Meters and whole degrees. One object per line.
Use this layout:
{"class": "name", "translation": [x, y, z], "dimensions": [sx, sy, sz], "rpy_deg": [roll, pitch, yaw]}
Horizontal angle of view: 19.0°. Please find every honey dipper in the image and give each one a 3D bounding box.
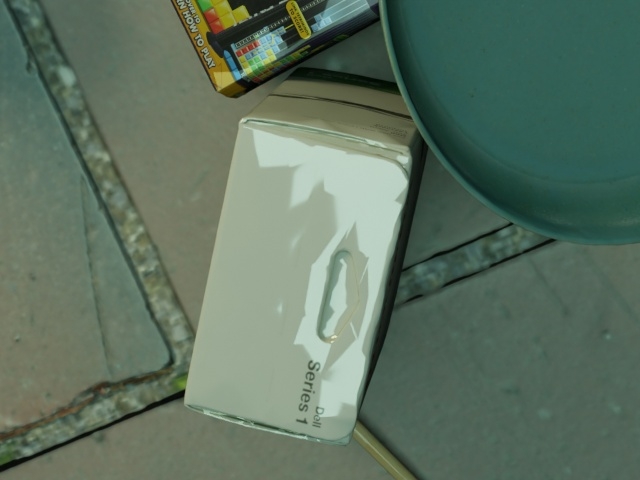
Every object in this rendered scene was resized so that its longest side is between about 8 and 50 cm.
{"class": "honey dipper", "translation": [0.030, 0.123, 1.160], "dimensions": [0.030, 0.030, 0.161], "rpy_deg": [-43, 95, 13]}

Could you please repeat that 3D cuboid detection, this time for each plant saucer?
{"class": "plant saucer", "translation": [0.161, -0.156, 1.014], "dimensions": [0.317, 0.043, 0.318], "rpy_deg": [-8, 107, -26]}

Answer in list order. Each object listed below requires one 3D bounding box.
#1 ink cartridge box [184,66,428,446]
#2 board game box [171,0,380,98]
{"class": "ink cartridge box", "translation": [0.000, 0.000, 1.041], "dimensions": [0.092, 0.219, 0.160], "rpy_deg": [13, 102, 5]}
{"class": "board game box", "translation": [-0.030, -0.187, 1.079], "dimensions": [0.141, 0.048, 0.170], "rpy_deg": [-28, 84, 12]}
